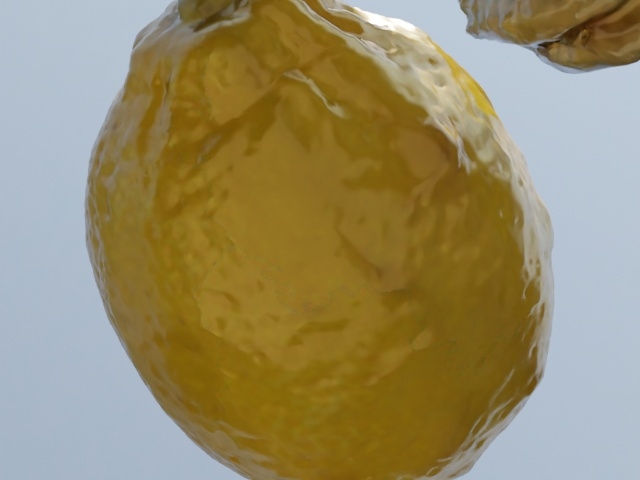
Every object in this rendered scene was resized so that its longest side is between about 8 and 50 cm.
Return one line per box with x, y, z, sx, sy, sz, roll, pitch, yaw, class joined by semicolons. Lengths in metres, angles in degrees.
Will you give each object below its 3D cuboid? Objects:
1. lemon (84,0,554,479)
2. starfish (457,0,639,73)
0.000;0.000;0.450;0.114;0.114;0.155;-30;-51;-6;lemon
0.254;-0.157;0.665;0.432;0.324;0.082;-4;-55;-3;starfish
